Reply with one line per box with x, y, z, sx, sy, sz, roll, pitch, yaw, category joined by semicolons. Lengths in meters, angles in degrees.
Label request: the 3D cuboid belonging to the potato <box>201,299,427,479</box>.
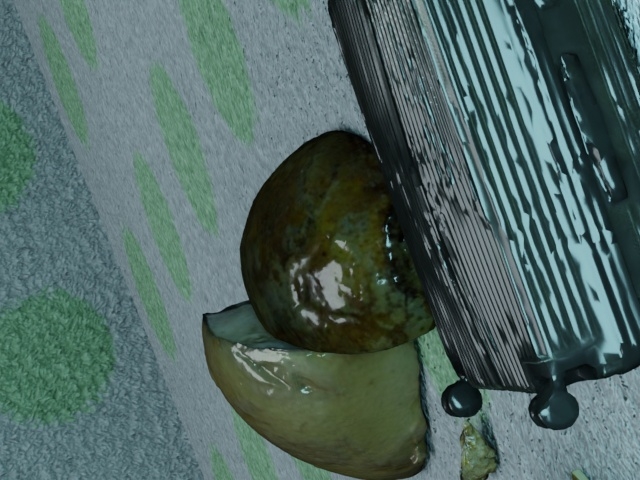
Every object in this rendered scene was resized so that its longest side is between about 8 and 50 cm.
0.003;0.194;2.146;0.211;0.189;0.264;-135;28;-60;potato

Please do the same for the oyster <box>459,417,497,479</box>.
0.155;0.203;1.933;0.083;0.038;0.081;-64;-31;-73;oyster

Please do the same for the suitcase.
0.131;-0.052;1.359;0.229;0.152;0.335;166;84;-76;suitcase

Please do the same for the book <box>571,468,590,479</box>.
0.260;0.283;1.644;0.172;0.012;0.118;-129;22;-54;book

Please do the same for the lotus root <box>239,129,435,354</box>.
-0.004;0.004;2.010;0.314;0.142;0.210;-170;62;-73;lotus root
